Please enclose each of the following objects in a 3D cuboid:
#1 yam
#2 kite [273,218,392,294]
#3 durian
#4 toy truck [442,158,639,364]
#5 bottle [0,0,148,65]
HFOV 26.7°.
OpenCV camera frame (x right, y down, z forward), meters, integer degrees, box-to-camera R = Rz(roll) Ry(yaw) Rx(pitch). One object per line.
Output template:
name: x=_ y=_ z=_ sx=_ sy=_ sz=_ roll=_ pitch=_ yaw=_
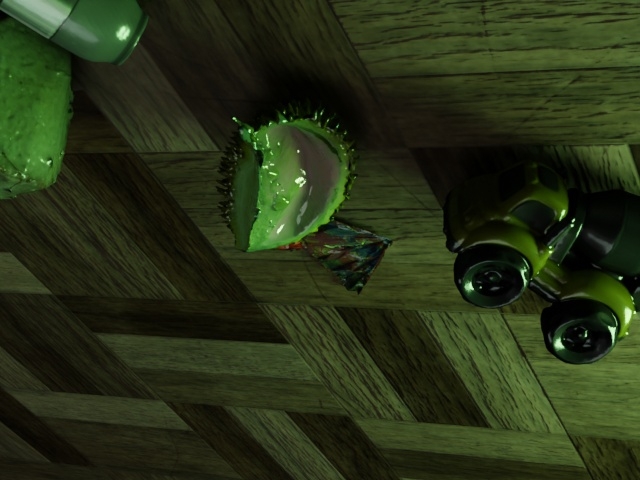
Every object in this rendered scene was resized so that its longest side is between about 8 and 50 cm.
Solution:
yam: x=-0.383 y=-0.128 z=1.370 sx=0.271 sy=0.202 sz=0.201 roll=-7 pitch=165 yaw=35
kite: x=0.000 y=0.000 z=1.559 sx=0.189 sy=0.009 sz=0.232 roll=-4 pitch=144 yaw=36
durian: x=-0.038 y=-0.082 z=1.355 sx=0.137 sy=0.095 sz=0.221 roll=-16 pitch=153 yaw=-15
toy truck: x=0.238 y=-0.001 z=1.316 sx=0.224 sy=0.147 sz=0.165 roll=30 pitch=125 yaw=-17
bottle: x=-0.277 y=-0.245 z=1.211 sx=0.253 sy=0.079 sz=0.096 roll=30 pitch=177 yaw=-22
